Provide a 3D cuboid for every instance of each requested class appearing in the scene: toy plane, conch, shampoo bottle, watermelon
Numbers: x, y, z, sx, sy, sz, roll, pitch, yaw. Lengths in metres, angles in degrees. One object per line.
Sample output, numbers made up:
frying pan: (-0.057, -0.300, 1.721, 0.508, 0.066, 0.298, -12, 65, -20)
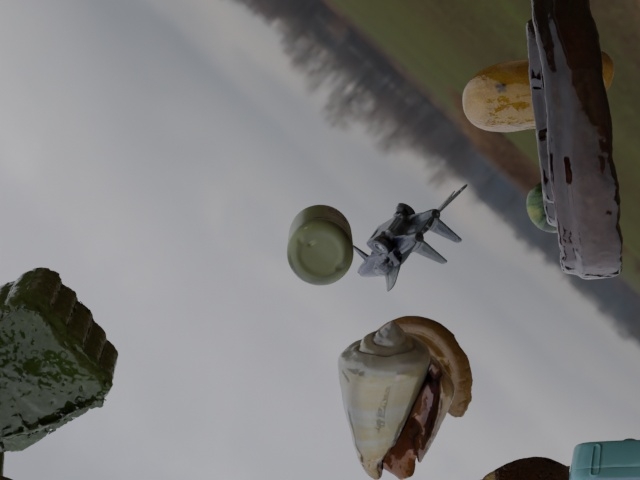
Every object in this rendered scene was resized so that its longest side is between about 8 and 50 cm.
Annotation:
toy plane: (0.104, 0.009, 2.054, 0.088, 0.212, 0.267, 44, 154, -13)
conch: (0.093, 0.211, 1.902, 0.158, 0.255, 0.127, 0, -141, -13)
shampoo bottle: (0.000, 0.000, 1.662, 0.079, 0.079, 0.162, 42, -171, -7)
watermelon: (0.447, -0.069, 2.614, 0.105, 0.105, 0.062, 43, 169, -2)

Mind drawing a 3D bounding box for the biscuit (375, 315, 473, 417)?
biscuit: (0.178, 0.210, 2.425, 0.224, 0.144, 0.033, 30, -165, 27)

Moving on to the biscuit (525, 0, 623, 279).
biscuit: (0.314, -0.148, 1.741, 0.407, 0.091, 0.407, -9, -90, -80)

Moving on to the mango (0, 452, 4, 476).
mango: (-0.583, 0.428, 2.248, 0.091, 0.137, 0.237, 58, -156, -51)

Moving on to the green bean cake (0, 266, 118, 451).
green bean cake: (-0.397, 0.159, 1.821, 0.200, 0.214, 0.113, 54, -170, -23)

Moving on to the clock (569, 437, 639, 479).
clock: (0.564, 0.427, 2.336, 0.223, 0.094, 0.274, -6, 146, 33)

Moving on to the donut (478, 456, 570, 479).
donut: (0.338, 0.465, 2.431, 0.141, 0.217, 0.085, 38, -156, -48)

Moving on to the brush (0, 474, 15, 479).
brush: (-0.279, 0.352, 1.651, 0.282, 0.054, 0.048, 22, -170, -7)

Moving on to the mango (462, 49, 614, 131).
mango: (0.341, -0.228, 2.143, 0.262, 0.109, 0.157, -9, 166, 40)
